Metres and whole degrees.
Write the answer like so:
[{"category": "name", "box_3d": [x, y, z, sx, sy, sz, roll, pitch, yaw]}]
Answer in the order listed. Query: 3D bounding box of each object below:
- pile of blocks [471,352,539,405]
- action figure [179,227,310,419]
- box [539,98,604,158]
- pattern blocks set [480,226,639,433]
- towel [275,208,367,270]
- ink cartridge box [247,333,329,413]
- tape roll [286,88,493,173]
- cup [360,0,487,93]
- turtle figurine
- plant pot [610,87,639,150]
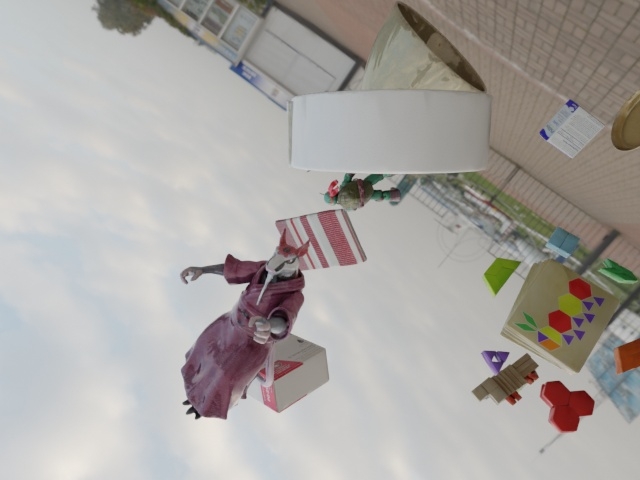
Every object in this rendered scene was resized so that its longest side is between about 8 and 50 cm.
[{"category": "pile of blocks", "box_3d": [0.680, 0.539, 1.720, 0.362, 0.149, 0.113, -12, -130, -37]}, {"category": "action figure", "box_3d": [-0.105, 0.151, 0.855, 0.275, 0.370, 0.248, 18, -158, -46]}, {"category": "box", "box_3d": [0.807, -0.358, 1.524, 0.126, 0.137, 0.072, 27, -150, -19]}, {"category": "pattern blocks set", "box_3d": [0.418, 0.133, 0.831, 0.285, 0.325, 0.026, 44, 161, 21]}, {"category": "towel", "box_3d": [0.000, 0.000, 1.810, 0.037, 0.329, 0.237, -50, -58, -46]}, {"category": "ink cartridge box", "box_3d": [-0.122, 0.316, 1.209, 0.172, 0.100, 0.237, -20, -159, -39]}, {"category": "tape roll", "box_3d": [0.096, -0.154, 0.683, 0.286, 0.100, 0.286, 0, -167, 0]}, {"category": "cup", "box_3d": [0.246, -0.436, 1.289, 0.331, 0.237, 0.331, 29, -143, -25]}, {"category": "turtle figurine", "box_3d": [0.085, -0.130, 1.185, 0.234, 0.175, 0.118, -11, -134, -13]}, {"category": "plant pot", "box_3d": [1.046, -0.396, 1.530, 0.032, 0.236, 0.236, 19, -164, -7]}]
